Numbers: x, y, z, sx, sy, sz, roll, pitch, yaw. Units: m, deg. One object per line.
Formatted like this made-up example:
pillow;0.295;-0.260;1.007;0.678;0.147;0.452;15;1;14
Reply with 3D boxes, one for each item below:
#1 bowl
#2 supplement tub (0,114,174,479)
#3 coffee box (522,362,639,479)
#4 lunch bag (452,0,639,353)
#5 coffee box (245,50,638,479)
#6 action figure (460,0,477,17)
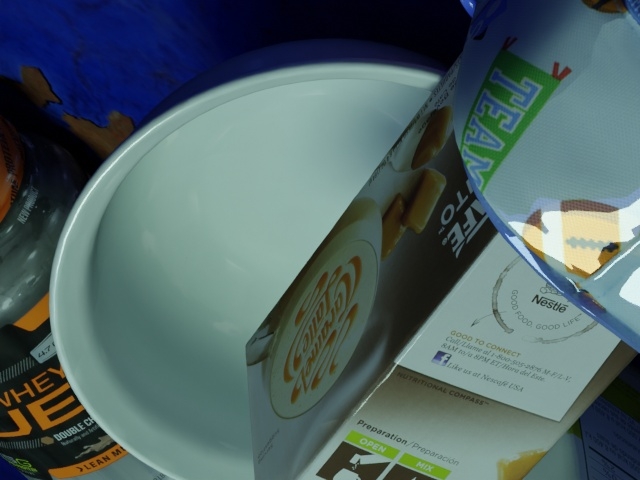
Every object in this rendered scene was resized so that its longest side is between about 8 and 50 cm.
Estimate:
bowl;0.000;0.000;0.827;0.298;0.134;0.297;-4;125;-6
supplement tub;-0.228;0.054;1.176;0.207;0.207;0.338;10;149;38
coffee box;0.165;0.317;0.923;0.338;0.334;0.337;37;114;-13
lunch bag;0.186;-0.032;0.528;0.303;0.243;0.115;37;124;-11
coffee box;0.070;0.022;0.684;0.098;0.141;0.246;25;119;-22
action figure;0.074;-0.122;0.707;0.115;0.030;0.038;44;148;-17
